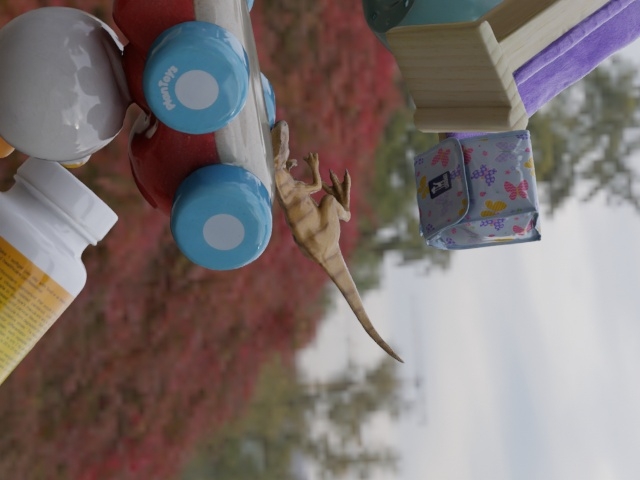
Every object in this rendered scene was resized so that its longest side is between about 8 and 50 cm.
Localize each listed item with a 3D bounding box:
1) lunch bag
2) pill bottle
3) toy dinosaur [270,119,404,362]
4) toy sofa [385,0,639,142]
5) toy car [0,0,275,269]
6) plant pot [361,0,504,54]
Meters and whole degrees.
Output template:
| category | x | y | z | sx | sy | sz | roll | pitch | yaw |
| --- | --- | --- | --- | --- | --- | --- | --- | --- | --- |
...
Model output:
| category | x | y | z | sx | sy | sz | roll | pitch | yaw |
| --- | --- | --- | --- | --- | --- | --- | --- | --- | --- |
| lunch bag | 0.107 | -0.034 | 1.237 | 0.053 | 0.083 | 0.071 | 69 | 16 | -59 |
| pill bottle | -0.305 | 0.040 | 1.664 | 0.245 | 0.136 | 0.136 | -50 | 177 | -6 |
| toy dinosaur | 0.000 | 0.000 | 1.454 | 0.211 | 0.064 | 0.112 | 59 | 21 | -14 |
| toy sofa | 0.257 | -0.221 | 1.852 | 0.150 | 0.362 | 0.177 | 5 | -55 | 53 |
| toy car | -0.159 | -0.097 | 1.318 | 0.219 | 0.238 | 0.210 | -90 | 173 | -60 |
| plant pot | 0.199 | -0.345 | 2.446 | 0.293 | 0.235 | 0.293 | -35 | -131 | 54 |
